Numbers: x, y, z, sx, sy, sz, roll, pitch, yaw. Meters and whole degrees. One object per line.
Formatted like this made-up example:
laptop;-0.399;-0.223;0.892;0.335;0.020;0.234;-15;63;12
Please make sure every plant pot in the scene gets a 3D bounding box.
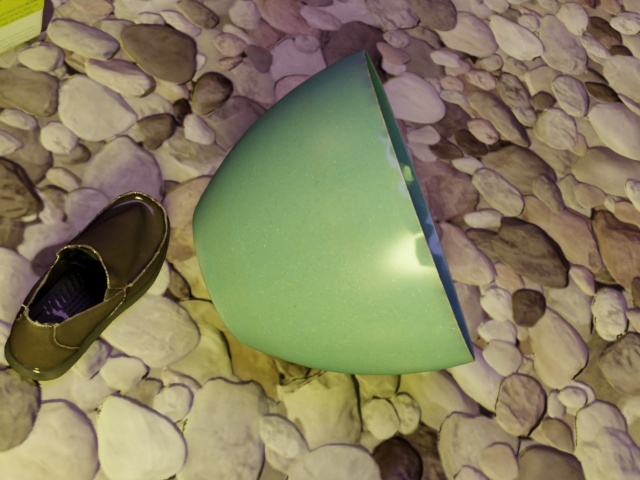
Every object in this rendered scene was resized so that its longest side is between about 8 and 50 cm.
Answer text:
plant pot;0.000;0.000;0.866;0.195;0.290;0.290;-20;57;8

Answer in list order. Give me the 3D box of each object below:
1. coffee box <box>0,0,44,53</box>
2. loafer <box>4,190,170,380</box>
coffee box;-0.479;-0.344;0.869;0.337;0.334;0.338;41;51;12
loafer;-0.198;0.028;0.865;0.080;0.078;0.220;27;50;0
